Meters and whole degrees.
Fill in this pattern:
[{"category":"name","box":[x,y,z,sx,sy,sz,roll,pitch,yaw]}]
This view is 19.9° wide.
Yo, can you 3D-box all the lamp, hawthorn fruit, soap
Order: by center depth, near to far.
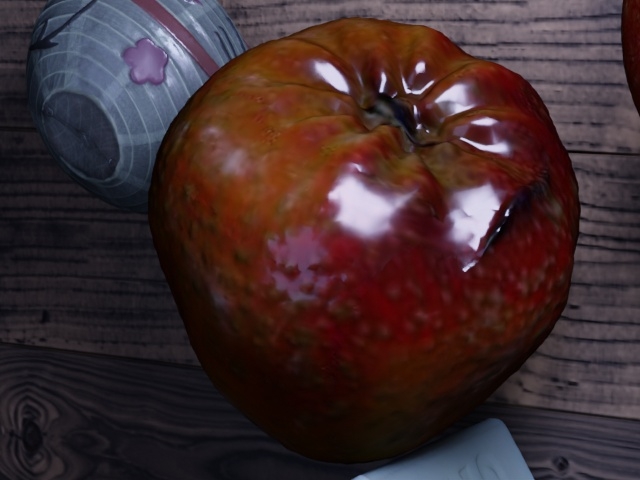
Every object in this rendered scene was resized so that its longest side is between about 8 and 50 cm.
[{"category":"hawthorn fruit","box":[0.038,0.012,1.655,0.402,0.403,0.403,4,98,31]},{"category":"soap","box":[0.111,0.271,1.686,0.087,0.265,0.160,-30,80,31]},{"category":"lamp","box":[-0.177,-0.159,1.837,0.265,0.233,0.233,47,119,-6]}]

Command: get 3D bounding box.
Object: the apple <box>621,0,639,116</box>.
[{"category":"apple","box":[0.401,-0.161,1.416,0.348,0.348,0.277,13,59,30]}]
